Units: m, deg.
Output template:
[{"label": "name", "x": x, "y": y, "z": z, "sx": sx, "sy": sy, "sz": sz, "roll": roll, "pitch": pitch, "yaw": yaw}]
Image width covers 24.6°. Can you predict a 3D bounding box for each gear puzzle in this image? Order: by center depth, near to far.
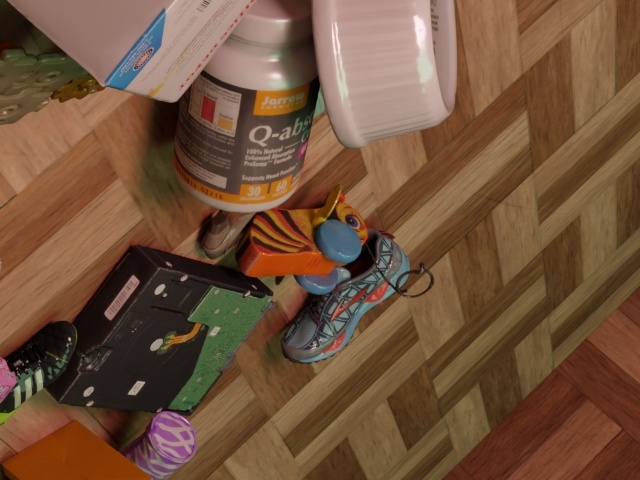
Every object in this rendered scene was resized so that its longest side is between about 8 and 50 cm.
[{"label": "gear puzzle", "x": -0.323, "y": -0.165, "z": 1.475, "sx": 0.175, "sy": 0.044, "sz": 0.339, "roll": -29, "pitch": 169, "yaw": 39}]

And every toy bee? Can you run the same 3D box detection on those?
[{"label": "toy bee", "x": 0.000, "y": 0.000, "z": 2.157, "sx": 0.195, "sy": 0.162, "sz": 0.298, "roll": -37, "pitch": 139, "yaw": 23}]

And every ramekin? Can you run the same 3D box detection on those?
[{"label": "ramekin", "x": 0.080, "y": -0.243, "z": 1.678, "sx": 0.273, "sy": 0.127, "sz": 0.273, "roll": -2, "pitch": 90, "yaw": -77}]

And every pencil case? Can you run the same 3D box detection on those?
[{"label": "pencil case", "x": -0.270, "y": 0.328, "z": 2.180, "sx": 0.206, "sy": 0.088, "sz": 0.086, "roll": -39, "pitch": -154, "yaw": 36}]

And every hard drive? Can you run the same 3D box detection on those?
[{"label": "hard drive", "x": -0.221, "y": 0.133, "z": 2.067, "sx": 0.237, "sy": 0.064, "sz": 0.339, "roll": -53, "pitch": 153, "yaw": 10}]

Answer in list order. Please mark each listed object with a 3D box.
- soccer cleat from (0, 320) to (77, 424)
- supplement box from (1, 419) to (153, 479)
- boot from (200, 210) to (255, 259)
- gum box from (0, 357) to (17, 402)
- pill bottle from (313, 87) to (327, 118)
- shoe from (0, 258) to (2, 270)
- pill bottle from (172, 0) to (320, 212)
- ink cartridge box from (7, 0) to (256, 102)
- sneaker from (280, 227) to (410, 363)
[{"label": "soccer cleat", "x": -0.384, "y": 0.170, "z": 1.878, "sx": 0.179, "sy": 0.060, "sz": 0.072, "roll": -46, "pitch": 153, "yaw": 2}, {"label": "supplement box", "x": -0.328, "y": 0.396, "z": 2.066, "sx": 0.129, "sy": 0.191, "sz": 0.194, "roll": -30, "pitch": 130, "yaw": -32}, {"label": "boot", "x": -0.118, "y": -0.024, "z": 2.039, "sx": 0.118, "sy": 0.042, "sz": 0.087, "roll": -34, "pitch": 157, "yaw": -23}, {"label": "gum box", "x": -0.468, "y": 0.205, "z": 1.790, "sx": 0.188, "sy": 0.062, "sz": 0.107, "roll": -48, "pitch": 154, "yaw": 1}, {"label": "pill bottle", "x": 0.034, "y": -0.239, "z": 1.878, "sx": 0.215, "sy": 0.117, "sz": 0.117, "roll": -38, "pitch": 152, "yaw": -19}, {"label": "shoe", "x": -0.391, "y": -0.018, "z": 1.585, "sx": 0.058, "sy": 0.076, "sz": 0.219, "roll": -40, "pitch": 151, "yaw": -5}, {"label": "pill bottle", "x": -0.083, "y": -0.181, "z": 1.727, "sx": 0.162, "sy": 0.162, "sz": 0.278, "roll": -27, "pitch": 145, "yaw": -36}, {"label": "ink cartridge box", "x": -0.179, "y": -0.253, "z": 1.410, "sx": 0.171, "sy": 0.168, "sz": 0.232, "roll": -50, "pitch": 173, "yaw": 7}, {"label": "sneaker", "x": 0.021, "y": 0.080, "z": 2.355, "sx": 0.262, "sy": 0.104, "sz": 0.125, "roll": -46, "pitch": 137, "yaw": -13}]
